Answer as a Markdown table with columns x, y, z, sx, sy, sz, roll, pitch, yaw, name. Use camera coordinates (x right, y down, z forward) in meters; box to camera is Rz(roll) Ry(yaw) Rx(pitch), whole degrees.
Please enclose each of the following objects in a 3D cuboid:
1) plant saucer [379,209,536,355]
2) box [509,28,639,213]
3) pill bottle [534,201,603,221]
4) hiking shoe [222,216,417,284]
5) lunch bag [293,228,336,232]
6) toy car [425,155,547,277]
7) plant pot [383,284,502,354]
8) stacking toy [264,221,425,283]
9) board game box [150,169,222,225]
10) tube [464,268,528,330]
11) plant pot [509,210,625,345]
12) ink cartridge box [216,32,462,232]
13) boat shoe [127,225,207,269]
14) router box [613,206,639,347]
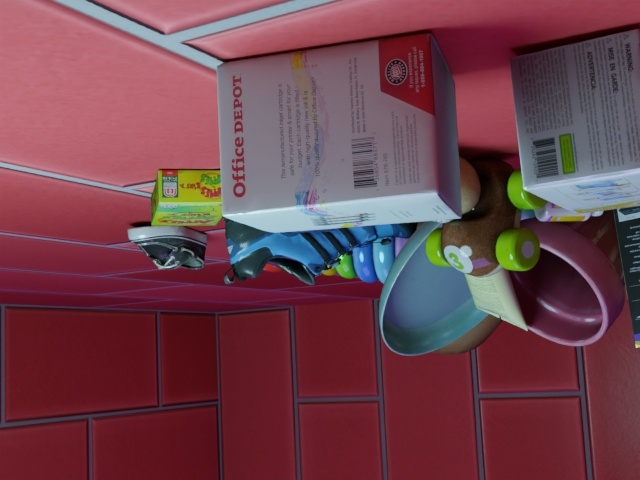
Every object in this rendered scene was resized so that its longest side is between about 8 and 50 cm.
| x | y | z | sx | sy | sz | roll | pitch | yaw | name |
| --- | --- | --- | --- | --- | --- | --- | --- | --- | --- |
| 0.206 | 0.039 | 1.357 | 0.318 | 0.317 | 0.044 | 5 | -149 | -46 | plant saucer |
| 0.245 | -0.092 | 0.782 | 0.103 | 0.114 | 0.203 | -8 | 171 | 27 | box |
| 0.324 | -0.046 | 1.174 | 0.083 | 0.043 | 0.043 | 0 | 172 | -11 | pill bottle |
| 0.000 | 0.000 | 1.316 | 0.304 | 0.132 | 0.113 | 0 | 172 | -20 | hiking shoe |
| -0.022 | -0.047 | 1.203 | 0.099 | 0.067 | 0.065 | -3 | 172 | 9 | lunch bag |
| 0.151 | -0.044 | 1.083 | 0.188 | 0.148 | 0.155 | 16 | 172 | -34 | toy car |
| 0.266 | 0.057 | 1.613 | 0.237 | 0.237 | 0.254 | 0 | 158 | -17 | plant pot |
| 0.040 | 0.014 | 1.482 | 0.330 | 0.141 | 0.141 | -1 | 173 | 19 | stacking toy |
| -0.172 | -0.053 | 1.190 | 0.092 | 0.043 | 0.181 | -1 | 172 | -14 | board game box |
| 0.237 | 0.048 | 1.290 | 0.062 | 0.070 | 0.240 | -20 | 137 | 8 | tube |
| 0.372 | 0.022 | 1.323 | 0.180 | 0.201 | 0.201 | -45 | -166 | -28 | plant pot |
| 0.018 | -0.080 | 0.744 | 0.176 | 0.128 | 0.127 | -4 | 173 | 16 | ink cartridge box |
| -0.257 | 0.015 | 1.564 | 0.078 | 0.070 | 0.219 | -6 | 172 | 22 | boat shoe |
| 0.522 | 0.029 | 1.296 | 0.081 | 0.242 | 0.309 | -14 | 167 | 37 | router box |
